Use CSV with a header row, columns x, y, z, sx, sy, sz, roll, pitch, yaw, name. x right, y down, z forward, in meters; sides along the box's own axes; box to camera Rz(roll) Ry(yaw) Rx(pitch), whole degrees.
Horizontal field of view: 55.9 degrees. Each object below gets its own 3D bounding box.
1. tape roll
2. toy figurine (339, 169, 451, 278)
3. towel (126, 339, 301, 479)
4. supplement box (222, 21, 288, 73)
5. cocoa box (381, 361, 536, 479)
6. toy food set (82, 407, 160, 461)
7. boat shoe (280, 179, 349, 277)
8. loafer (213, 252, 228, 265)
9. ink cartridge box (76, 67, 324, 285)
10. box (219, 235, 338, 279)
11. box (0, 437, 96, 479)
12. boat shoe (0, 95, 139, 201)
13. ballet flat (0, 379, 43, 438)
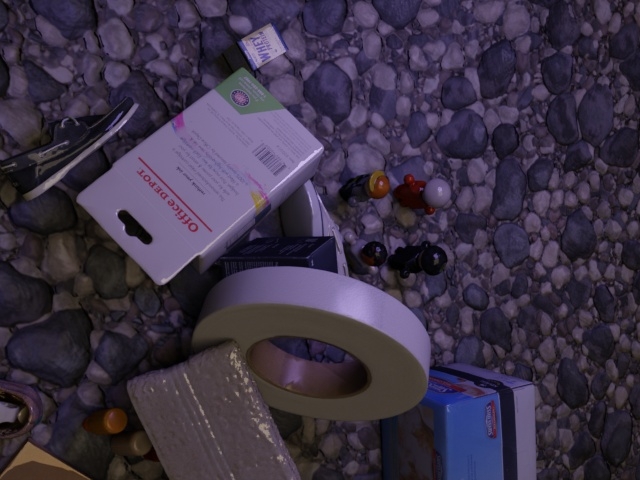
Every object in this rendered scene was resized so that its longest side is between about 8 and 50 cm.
x,y,z,sx,sy,sz,roll,pitch,yaw,name
-0.016,0.184,0.991,0.392,0.392,0.072,34,48,-24,tape roll
0.146,-0.033,1.193,0.209,0.148,0.213,7,88,-28,toy figurine
-0.161,0.309,0.946,0.187,0.049,0.282,-22,99,0,towel
-0.118,-0.339,1.083,0.083,0.083,0.056,-38,108,-22,supplement box
0.275,0.451,1.224,0.228,0.231,0.347,-4,93,-27,cocoa box
-0.273,0.313,1.030,0.232,0.104,0.111,-7,81,-45,toy food set
0.000,0.000,1.151,0.088,0.096,0.267,-20,94,-42,boat shoe
-0.180,-0.016,1.083,0.045,0.039,0.125,6,88,-28,loafer
-0.190,-0.093,0.997,0.207,0.119,0.353,45,70,5,ink cartridge box
-0.066,0.052,1.041,0.156,0.158,0.093,-37,123,-68,box
-0.442,0.440,0.968,0.201,0.021,0.164,43,72,-21,box
-0.388,-0.161,0.947,0.233,0.084,0.079,-42,110,-17,boat shoe
-0.556,0.218,0.855,0.316,0.106,0.107,17,83,-27,ballet flat
